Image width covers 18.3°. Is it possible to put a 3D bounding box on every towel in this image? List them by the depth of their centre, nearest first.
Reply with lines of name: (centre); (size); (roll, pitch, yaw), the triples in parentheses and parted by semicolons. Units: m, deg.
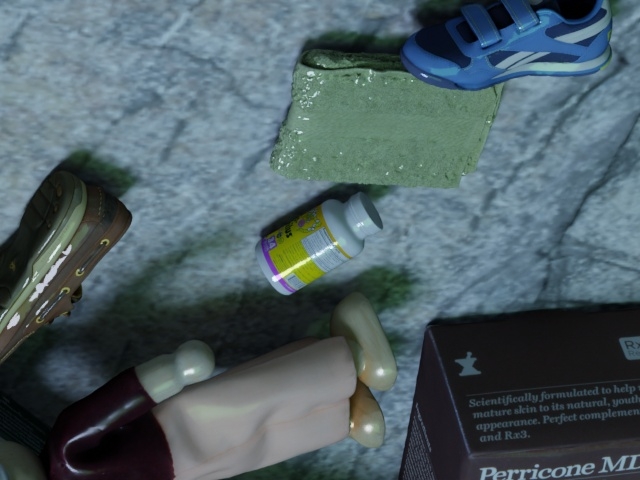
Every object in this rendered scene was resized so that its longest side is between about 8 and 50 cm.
towel: (0.045, -0.080, 1.299); (0.148, 0.027, 0.110); (0, 135, -18)

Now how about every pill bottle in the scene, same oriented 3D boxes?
pill bottle: (0.000, 0.000, 1.354); (0.083, 0.043, 0.043); (-31, 135, 15)

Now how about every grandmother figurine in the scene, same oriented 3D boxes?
grandmother figurine: (-0.118, 0.145, 1.365); (0.342, 0.104, 0.208); (-15, 128, -26)

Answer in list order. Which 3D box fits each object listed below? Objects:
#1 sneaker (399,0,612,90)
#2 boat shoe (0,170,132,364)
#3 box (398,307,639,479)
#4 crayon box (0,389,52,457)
sneaker: (0.118, -0.133, 1.248); (0.144, 0.053, 0.059); (-11, 138, -17)
boat shoe: (-0.187, 0.032, 1.319); (0.060, 0.064, 0.178); (21, 123, -30)
box: (0.164, 0.232, 1.572); (0.191, 0.143, 0.381); (-5, 134, -11)
crayon box: (-0.344, 0.223, 1.408); (0.323, 0.083, 0.203); (-40, 133, 5)
